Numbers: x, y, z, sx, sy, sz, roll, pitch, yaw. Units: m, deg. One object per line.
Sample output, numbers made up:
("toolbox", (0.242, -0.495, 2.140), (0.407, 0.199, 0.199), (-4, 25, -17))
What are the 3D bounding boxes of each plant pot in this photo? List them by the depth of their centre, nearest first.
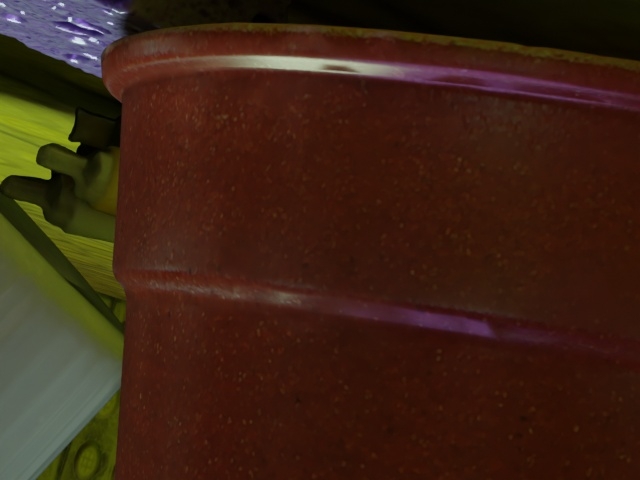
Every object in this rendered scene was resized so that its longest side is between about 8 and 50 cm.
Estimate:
("plant pot", (0.048, 0.096, 0.557), (0.272, 0.265, 0.272), (9, 176, 1))

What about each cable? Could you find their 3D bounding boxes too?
("cable", (-0.028, -0.002, 0.976), (0.287, 0.072, 0.139), (20, 171, -16))

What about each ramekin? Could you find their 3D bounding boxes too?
("ramekin", (-0.217, 0.014, 0.919), (0.277, 0.135, 0.277), (48, 176, 4))

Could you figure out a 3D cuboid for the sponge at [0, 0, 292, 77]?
("sponge", (-0.122, -0.097, 0.552), (0.210, 0.031, 0.117), (20, 173, -32))
